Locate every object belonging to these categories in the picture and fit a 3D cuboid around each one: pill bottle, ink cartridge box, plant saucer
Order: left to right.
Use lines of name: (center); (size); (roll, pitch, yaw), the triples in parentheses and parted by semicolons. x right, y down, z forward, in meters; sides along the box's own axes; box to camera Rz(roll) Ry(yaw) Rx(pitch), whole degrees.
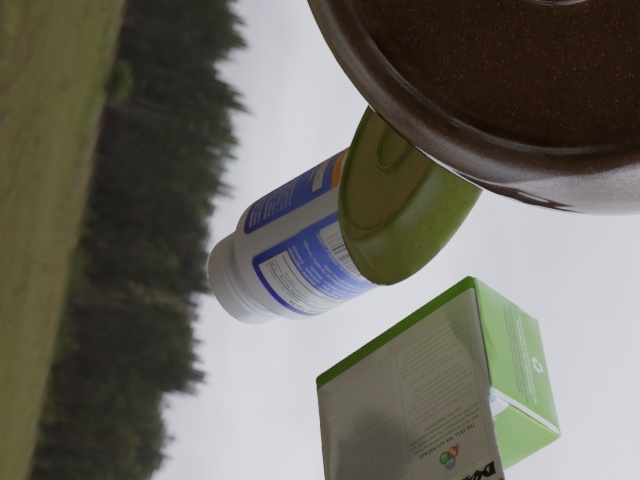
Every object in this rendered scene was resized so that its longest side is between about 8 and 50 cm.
pill bottle: (0.000, 0.000, 1.742); (0.272, 0.152, 0.152); (-28, -140, 42)
plant saucer: (0.077, -0.081, 1.255); (0.241, 0.037, 0.241); (-49, -153, 36)
ink cartridge box: (0.099, 0.187, 1.275); (0.189, 0.097, 0.255); (-36, -141, 29)
plant saucer: (0.110, -0.153, 0.700); (0.050, 0.310, 0.310); (-36, 155, -57)
